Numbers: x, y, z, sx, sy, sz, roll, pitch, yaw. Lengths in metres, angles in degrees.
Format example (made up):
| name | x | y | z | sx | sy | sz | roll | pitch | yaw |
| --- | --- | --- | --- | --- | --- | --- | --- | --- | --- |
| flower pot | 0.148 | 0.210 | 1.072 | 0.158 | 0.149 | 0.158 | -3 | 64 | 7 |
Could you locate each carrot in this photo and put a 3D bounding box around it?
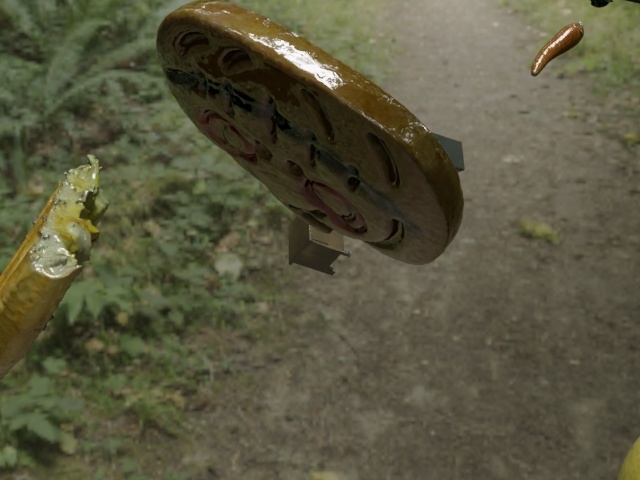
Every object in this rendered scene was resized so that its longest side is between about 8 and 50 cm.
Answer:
| name | x | y | z | sx | sy | sz | roll | pitch | yaw |
| --- | --- | --- | --- | --- | --- | --- | --- | --- | --- |
| carrot | 0.368 | -0.300 | 1.581 | 0.142 | 0.035 | 0.035 | -42 | 37 | -22 |

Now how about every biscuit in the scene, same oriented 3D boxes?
| name | x | y | z | sx | sy | sz | roll | pitch | yaw |
| --- | --- | --- | --- | --- | --- | --- | --- | --- | --- |
| biscuit | -0.019 | -0.095 | 1.057 | 0.367 | 0.314 | 0.063 | 33 | 67 | 15 |

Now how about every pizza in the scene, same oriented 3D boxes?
| name | x | y | z | sx | sy | sz | roll | pitch | yaw |
| --- | --- | --- | --- | --- | --- | --- | --- | --- | --- |
| pizza | -0.285 | 0.013 | 1.091 | 0.075 | 0.280 | 0.287 | 34 | 51 | -17 |

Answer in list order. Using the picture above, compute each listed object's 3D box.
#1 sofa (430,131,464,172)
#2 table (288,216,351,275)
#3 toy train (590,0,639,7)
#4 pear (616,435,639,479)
| name | x | y | z | sx | sy | sz | roll | pitch | yaw |
| --- | --- | --- | --- | --- | --- | --- | --- | --- | --- |
| sofa | 0.133 | -0.113 | 1.525 | 0.147 | 0.060 | 0.085 | -11 | -15 | 40 |
| table | 0.000 | 0.000 | 1.645 | 0.082 | 0.070 | 0.083 | 19 | 45 | -24 |
| toy train | 0.472 | -0.389 | 1.505 | 0.172 | 0.099 | 0.070 | 11 | 5 | -5 |
| pear | 0.576 | 0.362 | 1.351 | 0.349 | 0.348 | 0.348 | -1 | 19 | 0 |
